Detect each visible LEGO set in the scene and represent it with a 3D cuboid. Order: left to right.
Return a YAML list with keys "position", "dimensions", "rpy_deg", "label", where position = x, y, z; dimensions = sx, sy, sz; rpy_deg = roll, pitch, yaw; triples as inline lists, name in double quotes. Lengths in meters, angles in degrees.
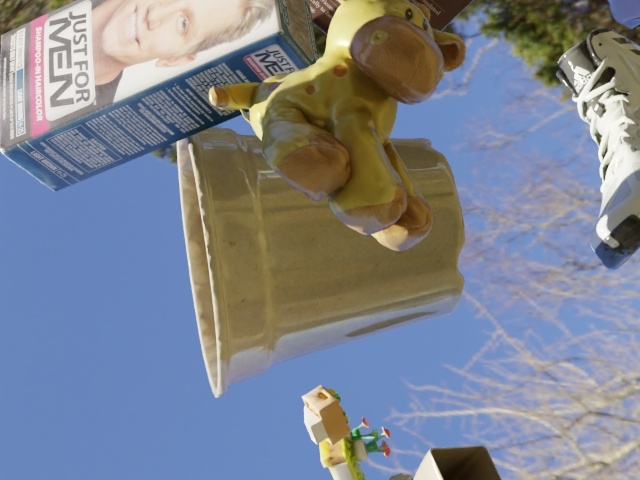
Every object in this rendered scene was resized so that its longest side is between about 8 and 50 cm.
- position: [0.075, 0.274, 1.155]
  dimensions: [0.107, 0.132, 0.287]
  rpy_deg: [-17, -93, 6]
  label: "LEGO set"

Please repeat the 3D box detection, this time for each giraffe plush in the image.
- position: [0.036, -0.121, 0.914]
  dimensions: [0.170, 0.210, 0.181]
  rpy_deg: [-51, -36, 9]
  label: "giraffe plush"

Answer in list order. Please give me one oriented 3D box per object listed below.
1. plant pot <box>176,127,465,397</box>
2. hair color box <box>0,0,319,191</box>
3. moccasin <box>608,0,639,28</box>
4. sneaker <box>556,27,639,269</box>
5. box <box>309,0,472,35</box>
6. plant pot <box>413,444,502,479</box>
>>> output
- position: [0.000, 0.000, 1.365]
  dimensions: [0.306, 0.334, 0.333]
  rpy_deg: [-8, -88, -10]
  label: "plant pot"
- position: [-0.181, -0.201, 1.236]
  dimensions: [0.105, 0.347, 0.173]
  rpy_deg: [44, -149, -54]
  label: "hair color box"
- position: [0.224, -0.197, 0.584]
  dimensions: [0.139, 0.380, 0.147]
  rpy_deg: [-25, -82, 8]
  label: "moccasin"
- position: [0.420, -0.149, 1.651]
  dimensions: [0.257, 0.169, 0.447]
  rpy_deg: [39, -137, 3]
  label: "sneaker"
- position: [0.091, -0.334, 1.377]
  dimensions: [0.168, 0.203, 0.167]
  rpy_deg: [40, -153, -14]
  label: "box"
- position: [0.188, 0.362, 1.586]
  dimensions: [0.109, 0.096, 0.109]
  rpy_deg: [5, -133, -36]
  label: "plant pot"
